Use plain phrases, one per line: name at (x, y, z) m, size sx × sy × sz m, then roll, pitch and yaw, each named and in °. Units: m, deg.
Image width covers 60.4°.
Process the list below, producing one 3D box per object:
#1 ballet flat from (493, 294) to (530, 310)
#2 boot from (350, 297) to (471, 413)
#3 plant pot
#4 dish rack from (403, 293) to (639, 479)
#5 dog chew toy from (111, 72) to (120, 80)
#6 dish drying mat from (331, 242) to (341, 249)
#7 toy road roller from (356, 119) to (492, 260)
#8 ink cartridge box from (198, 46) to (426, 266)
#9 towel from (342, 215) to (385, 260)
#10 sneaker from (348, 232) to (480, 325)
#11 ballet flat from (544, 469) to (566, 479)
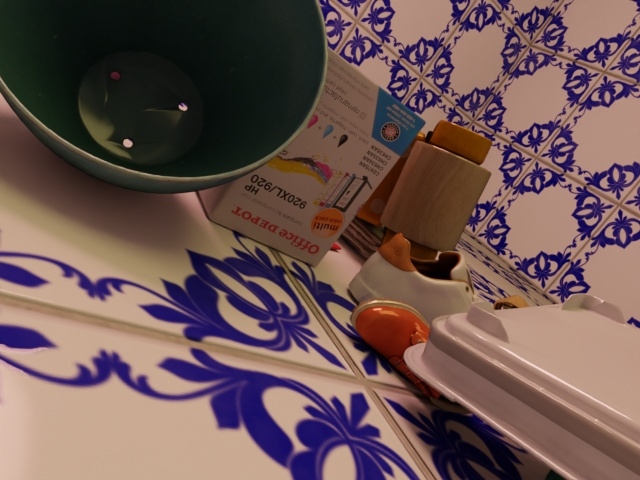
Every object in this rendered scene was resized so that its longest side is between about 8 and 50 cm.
ballet flat at (0.440, 0.193, 1.149) m, size 0.073 × 0.080 × 0.232 m, roll 0°, pitch 23°, yaw -17°
boot at (0.101, 0.119, 0.569) m, size 0.158 × 0.059 × 0.084 m, roll 33°, pitch 18°, yaw -14°
plant pot at (-0.165, -0.168, 0.542) m, size 0.290 × 0.290 × 0.195 m, roll 32°, pitch -23°, yaw -15°
dish rack at (0.270, 0.125, 0.460) m, size 0.286 × 0.072 × 0.333 m, roll 2°, pitch 16°, yaw -35°
dog chew toy at (-0.317, -0.343, 0.857) m, size 0.332 × 0.206 × 0.206 m, roll 43°, pitch 13°, yaw 0°
dish drying mat at (0.000, 0.000, 0.832) m, size 0.032 × 0.008 × 0.083 m, roll 44°, pitch 16°, yaw 30°
toy road roller at (0.115, -0.102, 0.887) m, size 0.241 × 0.202 × 0.329 m, roll 24°, pitch 10°, yaw 2°
ink cartridge box at (-0.028, -0.122, 0.700) m, size 0.171 × 0.232 × 0.168 m, roll 27°, pitch 18°, yaw -34°
towel at (0.089, -0.024, 1.049) m, size 0.187 × 0.049 × 0.282 m, roll 43°, pitch 16°, yaw 21°
sneaker at (0.187, 0.094, 0.724) m, size 0.290 × 0.123 × 0.106 m, roll 32°, pitch 12°, yaw -18°
ballet flat at (0.316, 0.241, 0.558) m, size 0.139 × 0.139 × 0.400 m, roll 40°, pitch 13°, yaw 20°
